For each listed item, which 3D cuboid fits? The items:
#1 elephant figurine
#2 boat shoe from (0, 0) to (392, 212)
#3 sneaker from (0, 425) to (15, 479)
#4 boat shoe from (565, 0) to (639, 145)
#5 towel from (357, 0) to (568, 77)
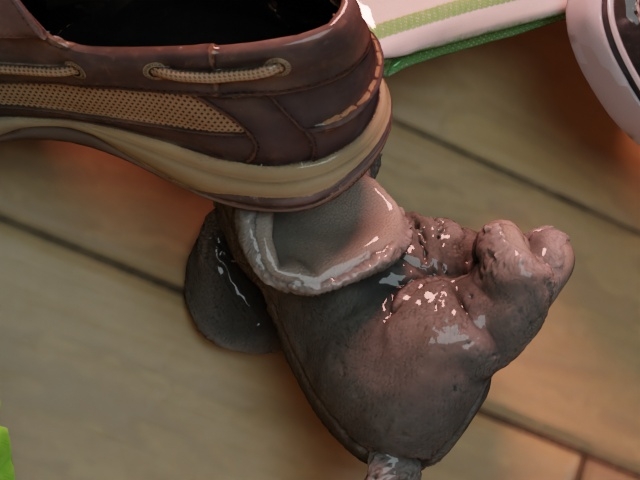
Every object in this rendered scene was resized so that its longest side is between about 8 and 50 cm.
[{"bbox_3d":[0.000,0.000,0.920,0.239,0.186,0.169,36,115,2],"label":"elephant figurine"},{"bbox_3d":[-0.134,-0.123,0.840,0.355,0.130,0.132,11,52,7],"label":"boat shoe"},{"bbox_3d":[-0.272,0.058,0.807,0.185,0.202,0.482,-7,99,-47],"label":"sneaker"},{"bbox_3d":[0.275,-0.062,0.957,0.306,0.105,0.113,42,66,-14],"label":"boat shoe"},{"bbox_3d":[0.045,-0.261,0.978,0.248,0.038,0.324,-20,79,-30],"label":"towel"}]
